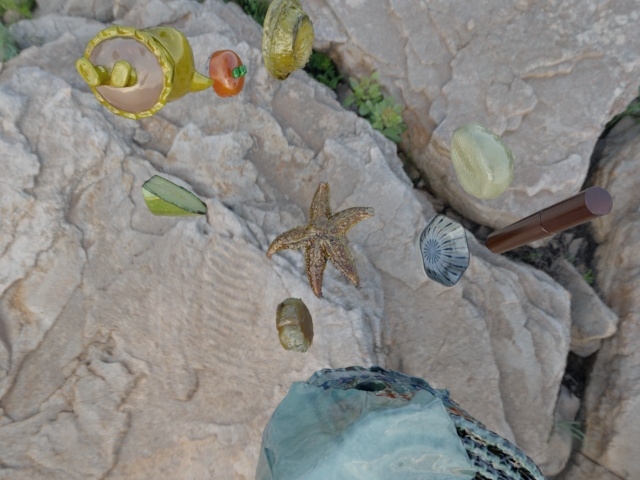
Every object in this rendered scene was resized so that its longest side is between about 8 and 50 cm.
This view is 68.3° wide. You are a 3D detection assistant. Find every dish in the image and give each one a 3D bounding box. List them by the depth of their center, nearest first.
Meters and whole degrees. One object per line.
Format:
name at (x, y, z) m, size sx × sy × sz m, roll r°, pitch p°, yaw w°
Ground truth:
dish at (0.303, 0.028, 1.228) m, size 0.190 × 0.066 × 0.191 m, roll 3°, pitch 84°, yaw -33°

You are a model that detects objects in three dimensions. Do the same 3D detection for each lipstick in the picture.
lipstick at (0.443, -0.029, 0.962) m, size 0.057 × 0.357 × 0.057 m, roll 1°, pitch 78°, yaw -7°

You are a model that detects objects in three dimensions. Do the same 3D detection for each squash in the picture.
squash at (-0.415, -0.095, 1.321) m, size 0.184 × 0.192 × 0.085 m, roll 31°, pitch 103°, yaw -14°

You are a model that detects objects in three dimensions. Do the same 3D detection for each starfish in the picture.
starfish at (0.000, 0.000, 0.939) m, size 0.240 × 0.043 × 0.227 m, roll -18°, pitch 79°, yaw 16°

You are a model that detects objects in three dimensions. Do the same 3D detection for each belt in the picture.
belt at (0.067, 0.223, 0.388) m, size 0.257 × 0.150 × 0.207 m, roll 28°, pitch 86°, yaw -12°

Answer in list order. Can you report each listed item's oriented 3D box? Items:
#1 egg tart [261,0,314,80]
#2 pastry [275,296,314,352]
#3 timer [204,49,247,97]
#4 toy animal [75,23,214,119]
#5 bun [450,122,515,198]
egg tart at (-0.067, -0.460, 1.084) m, size 0.074 × 0.191 × 0.191 m, roll 20°, pitch 71°, yaw 15°
pastry at (-0.069, 0.226, 1.265) m, size 0.081 × 0.153 × 0.153 m, roll -6°, pitch 74°, yaw 16°
timer at (-0.259, -0.475, 1.341) m, size 0.136 × 0.136 × 0.099 m, roll 46°, pitch 33°, yaw 4°
toy animal at (-0.278, -0.265, 0.741) m, size 0.156 × 0.230 × 0.156 m, roll 4°, pitch 110°, yaw 10°
bun at (0.428, -0.213, 1.222) m, size 0.127 × 0.222 × 0.222 m, roll -17°, pitch 78°, yaw 0°
